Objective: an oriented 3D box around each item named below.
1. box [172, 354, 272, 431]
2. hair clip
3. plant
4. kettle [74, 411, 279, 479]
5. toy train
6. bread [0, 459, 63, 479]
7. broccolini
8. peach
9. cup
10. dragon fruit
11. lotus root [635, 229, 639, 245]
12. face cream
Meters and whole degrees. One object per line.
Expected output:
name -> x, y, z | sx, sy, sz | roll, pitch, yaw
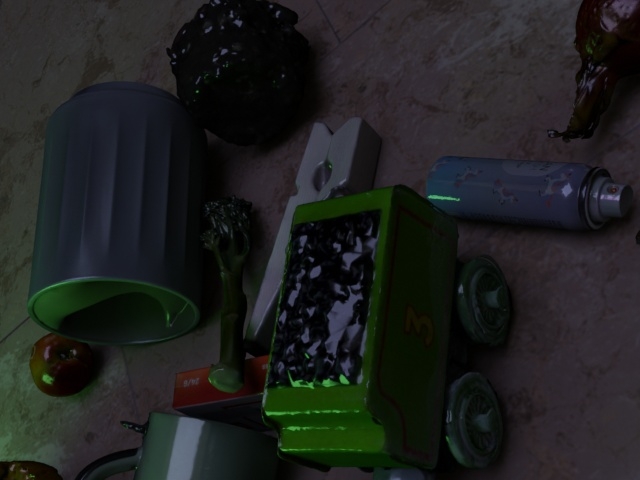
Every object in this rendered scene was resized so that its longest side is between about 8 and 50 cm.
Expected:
box -> -0.055, 0.183, 1.110 | 0.229, 0.123, 0.050 | -14, 57, 33
hair clip -> -0.002, -0.002, 1.187 | 0.101, 0.085, 0.331 | -1, 66, 37
plant -> -0.118, -0.261, 1.357 | 0.204, 0.178, 0.234 | -45, 35, 28
kettle -> -0.176, 0.333, 1.077 | 0.165, 0.240, 0.255 | 140, 144, -72
toy train -> 0.074, 0.109, 0.957 | 0.173, 0.249, 0.307 | -9, 63, 39
bread -> -0.408, 0.474, 1.191 | 0.398, 0.215, 0.398 | -18, 57, 30
broccolini -> -0.124, 0.049, 1.174 | 0.392, 0.074, 0.079 | -99, 23, -63
peach -> -0.393, 0.187, 1.409 | 0.101, 0.101, 0.101 | -19, 58, 32
cup -> -0.299, -0.022, 1.367 | 0.323, 0.237, 0.327 | 132, 142, -53
dragon fruit -> 0.325, -0.212, 1.004 | 0.125, 0.125, 0.246 | 33, 97, 41
lotus root -> 0.353, 0.002, 0.925 | 0.083, 0.037, 0.030 | 26, 82, 44
face cream -> 0.230, -0.052, 1.030 | 0.229, 0.075, 0.075 | 8, 74, 41
